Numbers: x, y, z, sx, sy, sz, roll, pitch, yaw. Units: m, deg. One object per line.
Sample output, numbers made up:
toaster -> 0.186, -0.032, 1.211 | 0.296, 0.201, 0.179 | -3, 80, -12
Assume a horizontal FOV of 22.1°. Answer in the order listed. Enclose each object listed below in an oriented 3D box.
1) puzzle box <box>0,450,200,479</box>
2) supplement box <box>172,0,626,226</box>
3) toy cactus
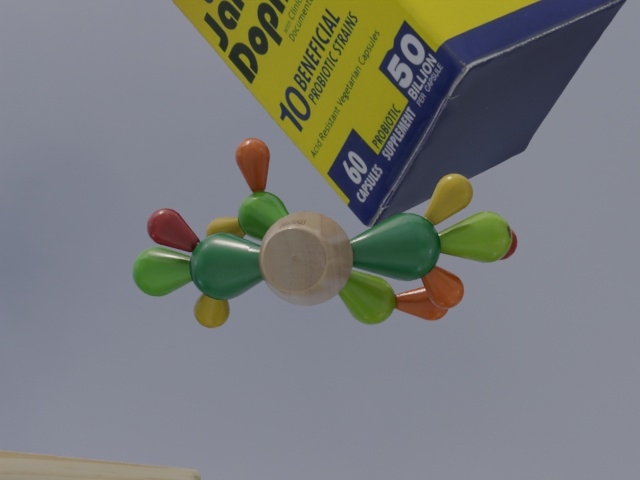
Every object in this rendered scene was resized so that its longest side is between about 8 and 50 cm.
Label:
puzzle box -> -0.324, 0.191, 1.152 | 0.409, 0.272, 0.052 | 12, -114, -34
supplement box -> 0.026, -0.223, 1.284 | 0.195, 0.194, 0.356 | -26, -113, -37
toy cactus -> 0.000, 0.000, 0.898 | 0.219, 0.180, 0.112 | 5, -89, 5
